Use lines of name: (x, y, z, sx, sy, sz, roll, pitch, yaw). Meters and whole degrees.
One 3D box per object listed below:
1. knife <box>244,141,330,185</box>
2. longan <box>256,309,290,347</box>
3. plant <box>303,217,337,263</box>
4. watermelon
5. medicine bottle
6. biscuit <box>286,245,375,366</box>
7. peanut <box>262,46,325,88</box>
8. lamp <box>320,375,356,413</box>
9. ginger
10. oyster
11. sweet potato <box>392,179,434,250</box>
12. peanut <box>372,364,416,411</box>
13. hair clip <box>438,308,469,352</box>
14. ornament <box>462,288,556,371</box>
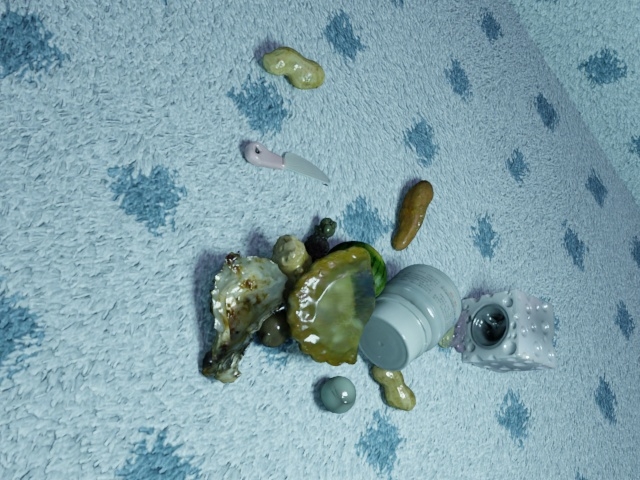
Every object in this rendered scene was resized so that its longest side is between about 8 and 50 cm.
knife: (-0.097, -0.238, 1.889, 0.336, 0.043, 0.081, 14, 61, -43)
longan: (-0.130, 0.240, 1.645, 0.106, 0.106, 0.119, 52, 31, -14)
plant: (0.000, 0.000, 1.858, 0.174, 0.087, 0.085, -65, 148, -28)
watermelon: (0.105, 0.081, 1.840, 0.204, 0.127, 0.232, 27, 42, 12)
medicine bottle: (0.269, 0.237, 1.889, 0.306, 0.245, 0.245, -35, 99, -41)
biscuit: (0.055, 0.196, 1.677, 0.329, 0.078, 0.335, -38, 119, -28)
peanut: (-0.085, -0.552, 1.953, 0.229, 0.098, 0.103, 18, 38, -32)
lamp: (0.051, 0.438, 1.734, 0.105, 0.105, 0.105, 14, 67, -36)
ginger: (-0.052, 0.148, 1.716, 0.126, 0.190, 0.354, -21, 101, -15)
oyster: (-0.199, 0.200, 1.568, 0.198, 0.133, 0.337, 13, 69, 0)
sweet potato: (0.333, -0.114, 2.158, 0.095, 0.106, 0.354, 23, 55, 6)
peanut: (0.226, 0.453, 1.895, 0.089, 0.089, 0.192, -36, 95, -41)
hair clip: (0.461, 0.298, 2.160, 0.146, 0.056, 0.187, 11, 72, -30)
ornament: (0.678, 0.335, 2.204, 0.240, 0.240, 0.239, 22, 63, -34)
